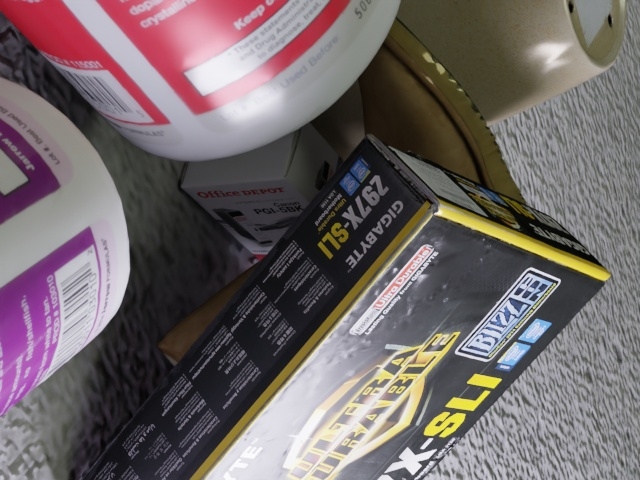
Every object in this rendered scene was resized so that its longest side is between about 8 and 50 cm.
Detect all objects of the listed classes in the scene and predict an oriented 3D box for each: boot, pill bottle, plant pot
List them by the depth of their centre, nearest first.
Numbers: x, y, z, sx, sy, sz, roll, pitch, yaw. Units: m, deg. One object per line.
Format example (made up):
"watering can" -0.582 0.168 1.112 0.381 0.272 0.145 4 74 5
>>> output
"pill bottle" -0.237 0.047 0.664 0.301 0.169 0.169 -42 123 -51
"pill bottle" -0.134 -0.245 0.790 0.408 0.229 0.229 49 48 -45
"boot" 0.000 0.000 0.968 0.269 0.089 0.236 -39 136 0
"plant pot" 0.083 -0.177 1.086 0.256 0.274 0.257 5 84 -58

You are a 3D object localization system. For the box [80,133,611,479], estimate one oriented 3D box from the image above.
"box" 0.020 0.097 0.963 0.322 0.079 0.257 -50 149 15

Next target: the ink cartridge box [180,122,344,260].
"ink cartridge box" -0.026 -0.032 1.064 0.135 0.099 0.056 45 51 -46
